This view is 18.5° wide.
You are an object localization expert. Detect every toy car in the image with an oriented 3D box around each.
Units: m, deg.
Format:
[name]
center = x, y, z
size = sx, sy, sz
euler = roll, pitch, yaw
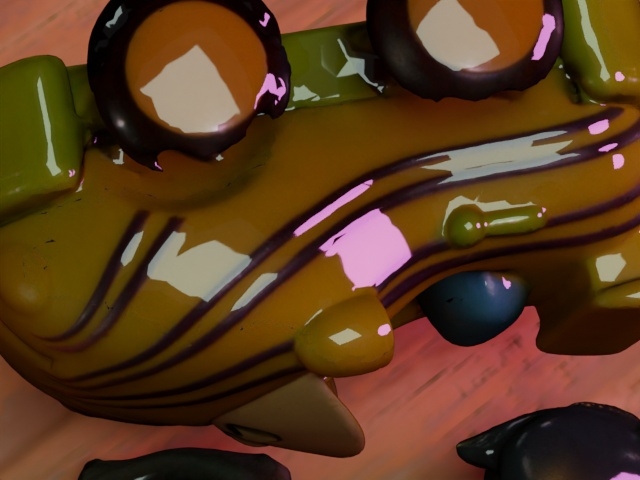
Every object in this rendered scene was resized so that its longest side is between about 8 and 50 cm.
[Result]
[toy car]
center = 0.000, 0.000, 0.643
size = 0.248, 0.200, 0.142
euler = -12, 79, -8

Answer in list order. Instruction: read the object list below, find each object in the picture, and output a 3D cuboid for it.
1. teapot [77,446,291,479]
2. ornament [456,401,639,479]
[teapot]
center = -0.109, 0.158, 0.622
size = 0.183, 0.173, 0.269
euler = 11, 45, 26
[ornament]
center = 0.173, 0.048, 0.720
size = 0.202, 0.080, 0.236
euler = 28, 76, -3
